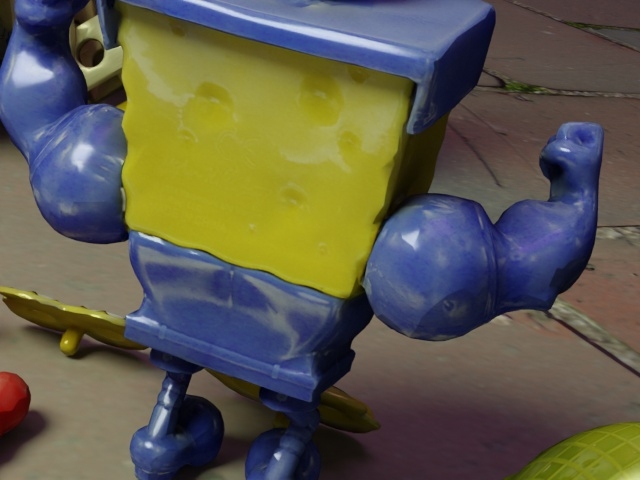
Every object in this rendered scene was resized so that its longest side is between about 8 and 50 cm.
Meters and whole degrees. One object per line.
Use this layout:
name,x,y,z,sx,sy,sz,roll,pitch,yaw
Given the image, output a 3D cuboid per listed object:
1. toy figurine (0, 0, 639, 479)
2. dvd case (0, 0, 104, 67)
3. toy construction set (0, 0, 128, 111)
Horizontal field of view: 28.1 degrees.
toy figurine,0.000,0.000,0.368,0.362,0.217,0.191,17,21,19
dvd case,-0.188,-0.211,0.831,0.179,0.239,0.030,6,44,-15
toy construction set,-0.086,-0.178,0.746,0.327,0.215,0.151,-30,-2,17
